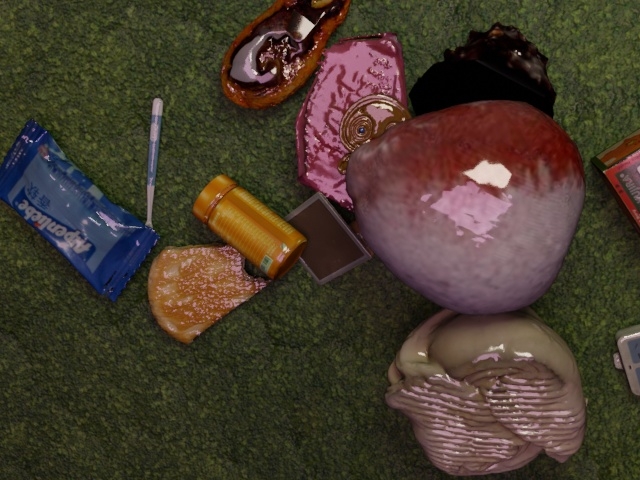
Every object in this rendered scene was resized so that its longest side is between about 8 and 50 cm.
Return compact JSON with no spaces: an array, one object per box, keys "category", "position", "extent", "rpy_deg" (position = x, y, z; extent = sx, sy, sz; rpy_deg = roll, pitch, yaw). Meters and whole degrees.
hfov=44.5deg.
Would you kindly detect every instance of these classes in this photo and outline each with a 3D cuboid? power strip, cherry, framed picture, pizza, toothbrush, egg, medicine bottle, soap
[{"category":"power strip","position":[0.636,0.177,1.324],"extent":[0.270,0.046,0.118],"rpy_deg":[-18,100,13]},{"category":"cherry","position":[0.218,-0.041,1.159],"extent":[0.334,0.291,0.326],"rpy_deg":[-13,123,2]},{"category":"framed picture","position":[0.000,0.000,1.360],"extent":[0.142,0.011,0.183],"rpy_deg":[51,146,-4]},{"category":"pizza","position":[-0.212,0.072,1.458],"extent":[0.262,0.034,0.181],"rpy_deg":[-29,97,15]},{"category":"toothbrush","position":[-0.310,-0.122,1.433],"extent":[0.019,0.025,0.276],"rpy_deg":[11,106,8]},{"category":"egg","position":[0.069,-0.001,1.370],"extent":[0.071,0.071,0.083],"rpy_deg":[28,104,3]},{"category":"medicine bottle","position":[-0.124,-0.023,1.371],"extent":[0.192,0.096,0.096],"rpy_deg":[37,107,11]},{"category":"soap","position":[0.057,-0.212,1.302],"extent":[0.182,0.112,0.289],"rpy_deg":[26,106,-3]}]

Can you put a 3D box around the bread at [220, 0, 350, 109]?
[{"category":"bread","position":[-0.059,-0.333,1.308],"extent":[0.139,0.095,0.269],"rpy_deg":[37,93,-2]}]

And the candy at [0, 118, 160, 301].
[{"category":"candy","position":[-0.460,-0.053,1.454],"extent":[0.331,0.077,0.187],"rpy_deg":[43,113,1]}]

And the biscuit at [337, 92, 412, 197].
[{"category":"biscuit","position":[0.087,-0.145,1.245],"extent":[0.124,0.026,0.175],"rpy_deg":[9,108,3]}]

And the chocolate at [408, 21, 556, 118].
[{"category":"chocolate","position":[0.273,-0.262,1.254],"extent":[0.224,0.177,0.206],"rpy_deg":[26,152,-10]}]

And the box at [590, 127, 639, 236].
[{"category":"box","position":[0.558,-0.087,1.219],"extent":[0.177,0.148,0.195],"rpy_deg":[-33,96,17]}]

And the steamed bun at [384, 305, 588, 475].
[{"category":"steamed bun","position":[0.288,0.226,1.319],"extent":[0.309,0.219,0.324],"rpy_deg":[-22,124,29]}]
